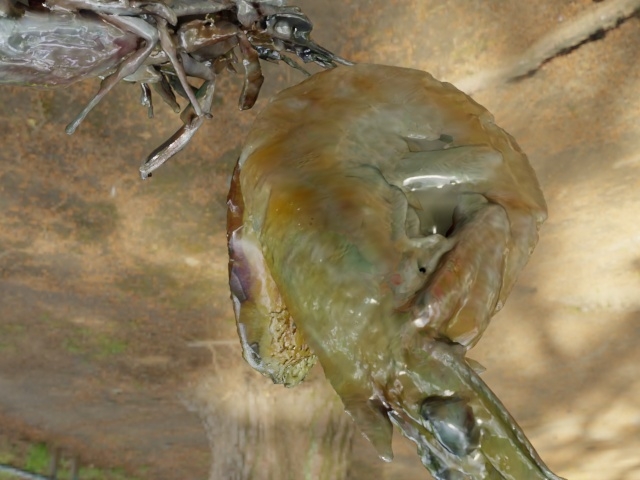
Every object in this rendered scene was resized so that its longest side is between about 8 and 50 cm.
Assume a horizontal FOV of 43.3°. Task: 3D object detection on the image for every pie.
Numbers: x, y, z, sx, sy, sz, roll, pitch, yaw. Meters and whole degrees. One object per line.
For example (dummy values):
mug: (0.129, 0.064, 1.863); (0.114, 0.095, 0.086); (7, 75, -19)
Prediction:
pie: (-0.001, 0.000, 0.865); (0.085, 0.308, 0.308); (12, 167, 38)

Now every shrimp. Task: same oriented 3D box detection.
shrimp: (-0.090, -0.122, 0.454); (0.116, 0.145, 0.343); (-21, 163, 36)
shrimp: (0.057, 0.001, 0.431); (0.168, 0.317, 0.077); (-19, 140, -8)
